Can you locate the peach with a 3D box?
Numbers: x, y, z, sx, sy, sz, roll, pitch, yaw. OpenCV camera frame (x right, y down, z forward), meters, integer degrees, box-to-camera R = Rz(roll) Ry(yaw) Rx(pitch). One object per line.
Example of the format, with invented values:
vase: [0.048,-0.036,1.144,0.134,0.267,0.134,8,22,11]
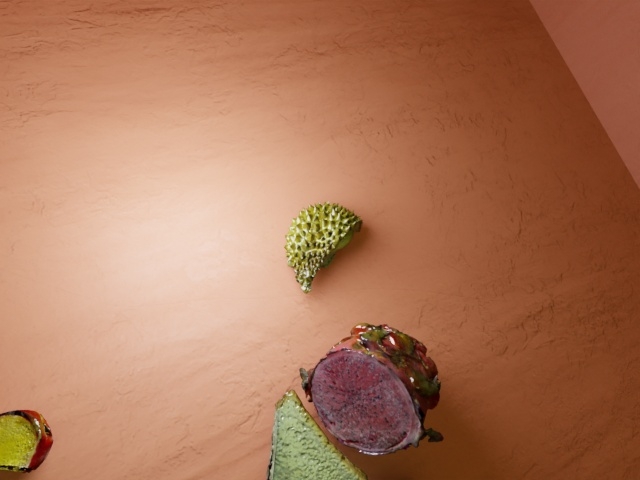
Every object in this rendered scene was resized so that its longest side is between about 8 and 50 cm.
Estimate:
peach: [-0.634,0.417,0.930,0.172,0.092,0.127,-16,72,-11]

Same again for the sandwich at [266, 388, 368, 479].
sandwich: [-0.065,0.530,1.048,0.254,0.099,0.288,-39,85,-9]

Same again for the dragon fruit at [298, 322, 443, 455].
dragon fruit: [0.151,0.353,1.152,0.314,0.296,0.263,50,29,6]

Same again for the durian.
durian: [0.000,0.000,1.285,0.172,0.166,0.306,18,56,21]
